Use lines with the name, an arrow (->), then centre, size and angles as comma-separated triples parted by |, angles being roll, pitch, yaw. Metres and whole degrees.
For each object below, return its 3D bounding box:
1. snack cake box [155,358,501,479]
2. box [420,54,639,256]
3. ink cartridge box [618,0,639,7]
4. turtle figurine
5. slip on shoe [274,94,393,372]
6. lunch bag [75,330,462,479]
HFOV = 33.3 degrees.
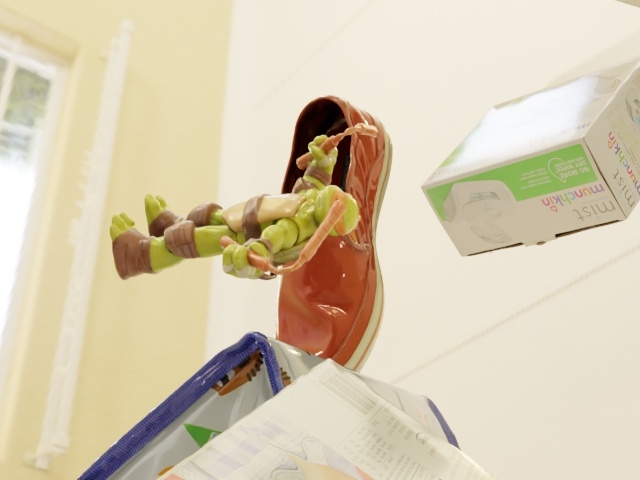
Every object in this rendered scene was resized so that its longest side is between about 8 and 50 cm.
snack cake box -> 0.011, 0.134, 0.351 | 0.089, 0.152, 0.264 | -57, 170, 10
box -> 0.305, -0.105, 1.398 | 0.262, 0.126, 0.231 | -15, -157, 47
ink cartridge box -> 0.403, -0.335, 1.006 | 0.198, 0.115, 0.273 | 30, -106, 37
turtle figurine -> -0.052, -0.018, 0.905 | 0.217, 0.087, 0.269 | -7, -152, 21
slip on shoe -> 0.000, 0.000, 1.053 | 0.123, 0.101, 0.331 | -11, -123, 34
lunch bag -> -0.067, 0.292, 0.852 | 0.385, 0.328, 0.239 | -38, -123, 12
